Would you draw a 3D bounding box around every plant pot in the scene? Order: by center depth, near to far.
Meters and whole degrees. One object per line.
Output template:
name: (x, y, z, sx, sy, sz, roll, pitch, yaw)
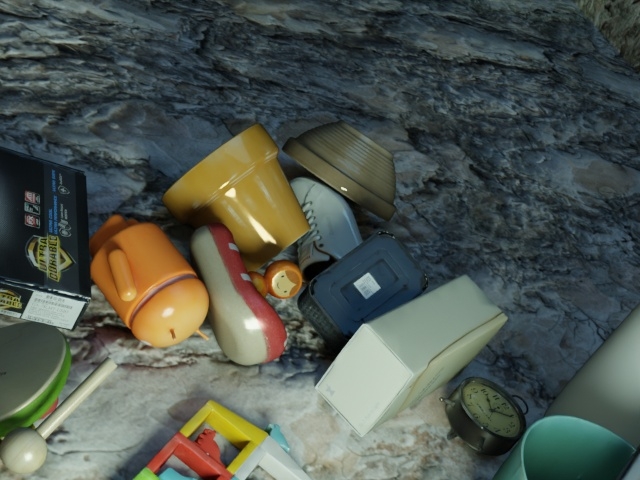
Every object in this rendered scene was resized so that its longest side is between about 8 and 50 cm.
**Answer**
plant pot: (0.335, 0.429, 1.692, 0.293, 0.235, 0.293, 23, 35, -17)
plant pot: (-0.120, -0.055, 1.972, 0.188, 0.205, 0.205, 52, 34, 0)
plant pot: (0.056, -0.143, 2.216, 0.237, 0.110, 0.237, 34, 4, -3)

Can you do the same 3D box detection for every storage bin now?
storage bin: (0.067, 0.082, 1.946, 0.180, 0.084, 0.122, -35, 83, -25)

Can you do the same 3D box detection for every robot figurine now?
robot figurine: (-0.247, 0.063, 1.752, 0.128, 0.158, 0.219, -31, 66, -24)

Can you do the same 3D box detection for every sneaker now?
sneaker: (0.000, 0.000, 2.069, 0.123, 0.106, 0.290, -1, 48, -45)

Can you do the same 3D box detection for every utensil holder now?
utensil holder: (0.598, 0.261, 2.005, 0.327, 0.385, 0.328, 23, 34, -16)

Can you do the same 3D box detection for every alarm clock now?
alarm clock: (0.279, 0.285, 1.987, 0.192, 0.064, 0.129, -9, 52, -44)

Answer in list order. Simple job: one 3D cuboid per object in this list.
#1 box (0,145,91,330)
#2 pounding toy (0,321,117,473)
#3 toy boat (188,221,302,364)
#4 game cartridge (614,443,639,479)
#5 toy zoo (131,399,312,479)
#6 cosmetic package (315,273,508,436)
box: (-0.475, -0.026, 1.719, 0.293, 0.073, 0.296, 18, 35, -25)
pounding toy: (-0.354, 0.205, 1.478, 0.236, 0.110, 0.183, 16, 50, 43)
toy boat: (-0.098, 0.072, 1.821, 0.151, 0.151, 0.231, -16, 52, -13)
game cartridge: (0.468, 0.381, 1.608, 0.198, 0.062, 0.297, 39, 33, 14)
toy zoo: (-0.125, 0.325, 1.610, 0.192, 0.030, 0.293, 38, 32, 5)
cosmetic package: (0.149, 0.175, 1.929, 0.113, 0.160, 0.309, 46, 35, 16)
